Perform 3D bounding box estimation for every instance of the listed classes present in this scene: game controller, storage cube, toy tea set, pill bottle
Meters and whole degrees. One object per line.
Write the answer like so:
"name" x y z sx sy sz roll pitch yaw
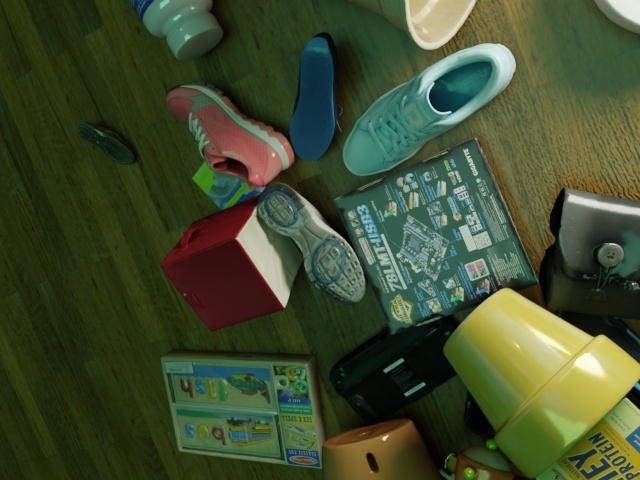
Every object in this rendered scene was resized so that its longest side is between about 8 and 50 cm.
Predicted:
"game controller" 0.169 0.271 1.223 0.319 0.067 0.166 -39 102 25
"storage cube" -0.177 0.046 1.197 0.193 0.183 0.214 -19 116 24
"toy tea set" 0.329 0.418 1.046 0.200 0.336 0.124 16 87 5
"pill bottle" -0.315 -0.511 1.153 0.152 0.152 0.271 -30 91 25

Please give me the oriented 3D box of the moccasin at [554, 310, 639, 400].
"moccasin" 0.580 0.215 0.996 0.342 0.138 0.117 42 90 8

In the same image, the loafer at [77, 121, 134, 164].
"loafer" -0.502 -0.237 1.355 0.148 0.050 0.056 37 118 -8

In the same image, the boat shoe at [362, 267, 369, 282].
"boat shoe" 0.136 0.101 1.192 0.137 0.049 0.043 27 114 8

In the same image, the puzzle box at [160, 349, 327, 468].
"puzzle box" -0.191 0.408 1.395 0.409 0.052 0.271 -3 103 22

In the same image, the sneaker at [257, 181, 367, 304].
"sneaker" 0.000 0.000 1.170 0.111 0.129 0.297 -39 82 15

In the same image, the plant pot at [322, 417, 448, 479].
"plant pot" 0.123 0.500 1.187 0.291 0.291 0.203 -21 79 25

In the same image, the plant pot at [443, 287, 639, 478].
"plant pot" 0.347 0.215 0.947 0.239 0.254 0.254 47 116 26

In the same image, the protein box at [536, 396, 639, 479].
"protein box" 0.495 0.394 0.993 0.201 0.200 0.136 -43 65 3

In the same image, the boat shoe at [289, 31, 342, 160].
"boat shoe" 0.004 -0.277 1.118 0.109 0.089 0.258 18 133 2

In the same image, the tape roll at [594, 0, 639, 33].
"tape roll" 0.554 -0.455 0.855 0.287 0.100 0.285 5 105 20

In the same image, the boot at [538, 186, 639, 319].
"boot" 0.607 -0.035 0.906 0.446 0.146 0.366 9 102 18

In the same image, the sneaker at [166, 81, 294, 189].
"sneaker" -0.212 -0.216 1.176 0.314 0.136 0.116 31 153 11

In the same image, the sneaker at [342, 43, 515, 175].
"sneaker" 0.173 -0.237 1.033 0.366 0.150 0.135 -36 88 25

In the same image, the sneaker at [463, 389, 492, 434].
"sneaker" 0.344 0.246 1.095 0.107 0.124 0.283 15 108 28

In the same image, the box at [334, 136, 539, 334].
"box" 0.217 -0.004 1.089 0.294 0.073 0.295 -24 89 20

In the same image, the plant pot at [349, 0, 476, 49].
"plant pot" 0.092 -0.520 0.924 0.306 0.334 0.333 27 112 25

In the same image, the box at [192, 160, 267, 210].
"box" -0.190 -0.114 1.266 0.178 0.042 0.109 46 115 6
